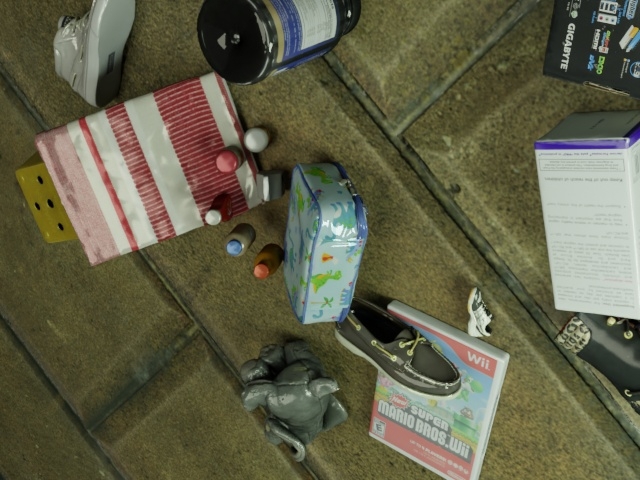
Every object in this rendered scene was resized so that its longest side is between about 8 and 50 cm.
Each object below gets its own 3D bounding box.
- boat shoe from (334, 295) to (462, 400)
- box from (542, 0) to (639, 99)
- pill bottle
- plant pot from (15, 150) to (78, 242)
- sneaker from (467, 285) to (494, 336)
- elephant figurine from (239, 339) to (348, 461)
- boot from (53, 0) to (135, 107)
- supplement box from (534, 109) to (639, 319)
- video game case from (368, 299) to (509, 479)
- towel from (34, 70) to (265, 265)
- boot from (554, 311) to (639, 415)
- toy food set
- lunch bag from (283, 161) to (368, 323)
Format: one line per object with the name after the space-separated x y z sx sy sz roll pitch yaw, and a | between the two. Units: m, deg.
0.116 0.161 1.271 0.227 0.081 0.069 28 133 28 | boat shoe
0.391 -0.277 0.836 0.293 0.073 0.296 21 125 29 | box
-0.045 -0.286 1.089 0.122 0.219 0.123 19 124 30 | pill bottle
-0.417 -0.101 1.528 0.212 0.187 0.212 -6 110 41 | plant pot
0.234 0.103 1.218 0.037 0.032 0.083 5 123 23 | sneaker
-0.038 0.307 1.493 0.169 0.186 0.239 -17 121 0 | elephant figurine
-0.399 -0.354 1.432 0.123 0.095 0.258 35 133 10 | boot
0.337 -0.032 0.993 0.114 0.111 0.220 3 115 39 | supplement box
0.181 0.252 1.346 0.204 0.025 0.285 25 127 28 | video game case
-0.275 -0.118 1.384 0.329 0.037 0.237 -19 104 5 | towel
0.409 0.116 1.030 0.178 0.085 0.236 40 139 14 | boot
-0.118 -0.059 1.319 0.111 0.104 0.232 0 104 6 | toy food set
0.000 0.000 1.264 0.176 0.090 0.219 -115 28 -52 | lunch bag
